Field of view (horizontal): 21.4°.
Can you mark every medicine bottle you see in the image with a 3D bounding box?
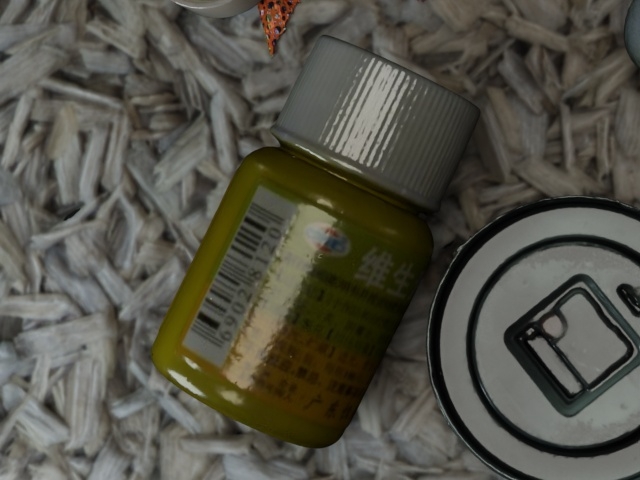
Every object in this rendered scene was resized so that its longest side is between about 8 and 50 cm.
[{"bbox_3d":[0.000,0.000,1.738,0.224,0.224,0.384,26,93,14],"label":"medicine bottle"}]

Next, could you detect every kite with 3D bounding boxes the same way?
[{"bbox_3d":[-0.046,-0.328,1.885,0.125,0.008,0.222,33,94,17],"label":"kite"}]

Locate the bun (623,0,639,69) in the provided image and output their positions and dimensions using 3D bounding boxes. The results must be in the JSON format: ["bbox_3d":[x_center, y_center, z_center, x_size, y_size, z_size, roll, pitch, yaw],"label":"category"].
[{"bbox_3d":[0.381,-0.210,1.725,0.140,0.083,0.141,-6,63,12],"label":"bun"}]

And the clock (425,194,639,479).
[{"bbox_3d":[0.264,0.108,1.747,0.312,0.061,0.313,-1,86,14],"label":"clock"}]

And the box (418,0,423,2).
[{"bbox_3d":[0.128,-0.329,1.821,0.125,0.043,0.089,-36,79,10],"label":"box"}]

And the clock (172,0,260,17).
[{"bbox_3d":[-0.117,-0.327,1.873,0.229,0.063,0.156,-13,80,15],"label":"clock"}]
